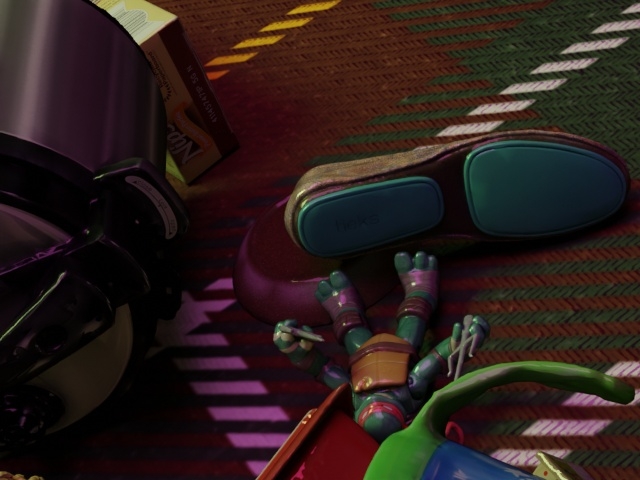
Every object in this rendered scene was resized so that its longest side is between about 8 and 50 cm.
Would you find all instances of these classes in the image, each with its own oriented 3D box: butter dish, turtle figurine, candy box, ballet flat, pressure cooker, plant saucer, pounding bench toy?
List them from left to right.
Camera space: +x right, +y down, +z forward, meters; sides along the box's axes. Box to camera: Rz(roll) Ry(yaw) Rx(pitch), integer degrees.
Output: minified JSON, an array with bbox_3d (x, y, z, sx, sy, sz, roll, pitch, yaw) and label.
[{"bbox_3d":[-0.317,-0.008,1.176,0.375,0.370,0.420,13,41,-16],"label":"pressure cooker"},{"bbox_3d":[-0.241,-0.206,1.491,0.087,0.183,0.316,-39,42,-17],"label":"candy box"},{"bbox_3d":[0.000,0.000,1.261,0.198,0.036,0.199,-13,42,12],"label":"plant saucer"},{"bbox_3d":[0.013,0.214,0.958,0.118,0.160,0.160,29,62,19],"label":"butter dish"},{"bbox_3d":[0.049,0.096,1.070,0.175,0.118,0.234,0,26,2],"label":"turtle figurine"},{"bbox_3d":[0.122,-0.054,1.188,0.315,0.108,0.106,-5,20,-2],"label":"ballet flat"},{"bbox_3d":[0.181,0.203,0.940,0.065,0.083,0.052,-58,38,10],"label":"pounding bench toy"}]

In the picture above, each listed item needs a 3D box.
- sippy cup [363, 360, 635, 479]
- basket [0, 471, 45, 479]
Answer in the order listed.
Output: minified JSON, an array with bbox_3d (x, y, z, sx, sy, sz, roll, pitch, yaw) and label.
[{"bbox_3d":[0.139,0.247,0.793,0.224,0.306,0.240,5,19,16],"label":"sippy cup"},{"bbox_3d":[-0.259,0.305,0.878,0.223,0.213,0.299,12,48,7],"label":"basket"}]
